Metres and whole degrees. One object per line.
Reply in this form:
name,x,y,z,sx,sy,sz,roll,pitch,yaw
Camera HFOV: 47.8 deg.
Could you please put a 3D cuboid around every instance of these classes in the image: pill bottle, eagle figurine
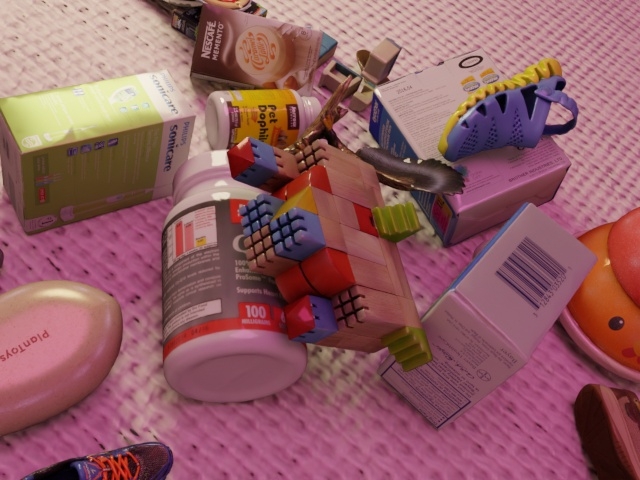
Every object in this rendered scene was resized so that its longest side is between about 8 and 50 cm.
pill bottle,-0.109,-0.235,1.411,0.215,0.117,0.117,-7,58,-24
pill bottle,-0.143,0.048,1.132,0.210,0.210,0.363,3,55,-18
eagle figurine,0.079,-0.107,1.320,0.298,0.226,0.225,41,45,5

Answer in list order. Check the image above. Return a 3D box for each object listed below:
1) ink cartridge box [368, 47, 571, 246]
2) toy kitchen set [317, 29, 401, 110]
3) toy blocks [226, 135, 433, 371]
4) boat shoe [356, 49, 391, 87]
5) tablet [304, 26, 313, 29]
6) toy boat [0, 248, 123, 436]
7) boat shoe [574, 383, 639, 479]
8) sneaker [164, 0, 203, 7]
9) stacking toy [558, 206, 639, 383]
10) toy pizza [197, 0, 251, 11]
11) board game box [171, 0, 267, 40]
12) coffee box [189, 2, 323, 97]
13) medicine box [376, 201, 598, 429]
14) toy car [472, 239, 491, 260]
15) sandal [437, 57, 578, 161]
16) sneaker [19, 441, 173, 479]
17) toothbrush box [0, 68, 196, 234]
ink cartridge box,0.278,-0.220,1.483,0.270,0.151,0.395,-23,66,-14
toy kitchen set,0.063,-0.410,1.570,0.207,0.166,0.122,35,52,7
toy blocks,0.000,0.000,1.035,0.261,0.191,0.381,17,50,-48
boat shoe,0.117,-0.373,1.641,0.050,0.045,0.135,-18,67,-21
tablet,-0.053,-0.464,1.651,0.054,0.006,0.083,0,44,25
toy boat,-0.440,0.110,1.040,0.267,0.148,0.318,-26,75,-27
boat shoe,0.528,0.396,1.184,0.123,0.123,0.342,6,47,-14
sneaker,-0.333,-0.593,1.548,0.283,0.124,0.107,21,48,13
stacking toy,0.664,0.012,1.278,0.351,0.480,0.350,9,53,-13
toy pizza,-0.229,-0.553,1.499,0.201,0.032,0.201,22,44,-23
board game box,-0.222,-0.492,1.603,0.141,0.048,0.170,33,52,8
coffee box,-0.133,-0.380,1.480,0.247,0.098,0.141,9,94,-13
medicine box,0.263,0.125,1.172,0.149,0.289,0.263,42,52,9
toy car,0.371,0.074,1.342,0.182,0.136,0.159,14,8,41
sandal,0.359,-0.224,1.338,0.317,0.126,0.138,-29,71,-17
sneaker,-0.300,0.320,0.956,0.221,0.087,0.083,-14,62,-28
toothbrush box,-0.369,-0.148,1.197,0.283,0.206,0.122,-18,63,-29
